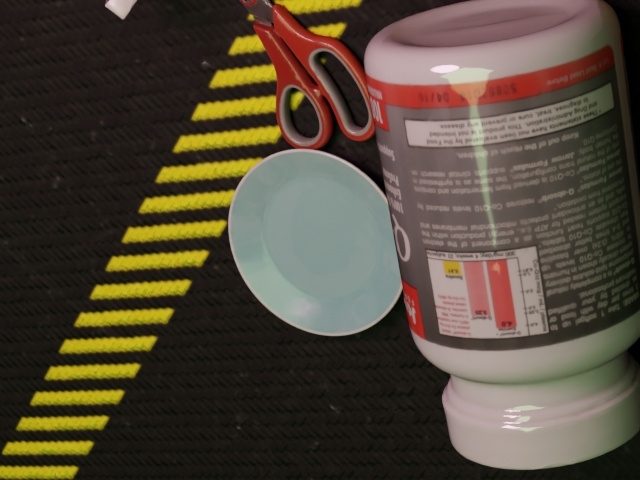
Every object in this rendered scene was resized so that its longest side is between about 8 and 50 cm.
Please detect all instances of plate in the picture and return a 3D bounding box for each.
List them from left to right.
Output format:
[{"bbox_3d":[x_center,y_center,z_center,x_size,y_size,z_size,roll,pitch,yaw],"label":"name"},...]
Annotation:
[{"bbox_3d":[0.000,0.000,1.747,0.188,0.024,0.188,12,116,25],"label":"plate"}]

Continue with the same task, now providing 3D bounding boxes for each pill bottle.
[{"bbox_3d":[0.165,-0.008,1.542,0.210,0.210,0.363,0,110,28],"label":"pill bottle"}]

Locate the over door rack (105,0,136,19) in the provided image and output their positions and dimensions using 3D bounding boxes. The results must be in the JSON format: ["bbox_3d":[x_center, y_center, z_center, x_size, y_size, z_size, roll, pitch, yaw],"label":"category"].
[{"bbox_3d":[-0.171,-0.365,1.562,0.239,0.108,0.324,38,112,-11],"label":"over door rack"}]

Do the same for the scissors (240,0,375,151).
[{"bbox_3d":[-0.045,-0.213,1.685,0.109,0.021,0.297,-24,97,36],"label":"scissors"}]
